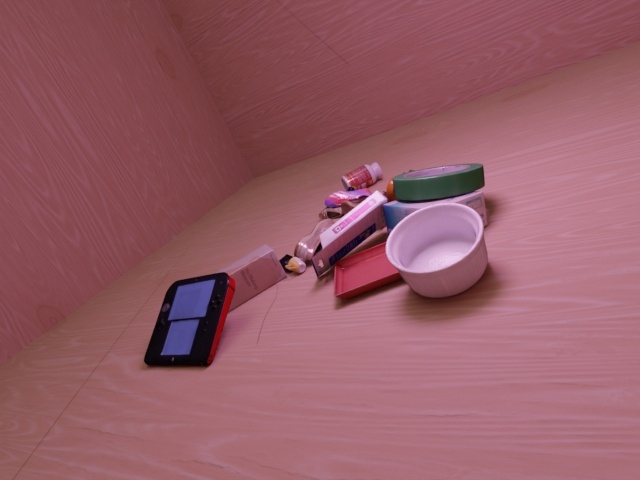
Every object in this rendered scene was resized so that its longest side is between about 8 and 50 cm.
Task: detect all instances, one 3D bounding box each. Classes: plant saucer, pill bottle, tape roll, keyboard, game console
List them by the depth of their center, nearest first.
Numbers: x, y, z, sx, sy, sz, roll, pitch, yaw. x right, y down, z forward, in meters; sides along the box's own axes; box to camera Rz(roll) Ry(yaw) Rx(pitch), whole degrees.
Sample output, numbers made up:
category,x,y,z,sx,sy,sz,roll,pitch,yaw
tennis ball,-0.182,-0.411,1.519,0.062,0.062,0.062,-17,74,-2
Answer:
category,x,y,z,sx,sy,sz,roll,pitch,yaw
plant saucer,0.174,0.101,1.506,0.258,0.048,0.259,-22,19,12
tape roll,0.426,-0.216,1.589,0.320,0.077,0.321,-10,12,2
game console,-0.491,0.293,1.630,0.386,0.060,0.342,-12,51,36
keyboard,-0.131,0.096,1.945,0.108,0.023,0.180,-39,23,-16
pill bottle,0.236,-0.355,2.478,0.216,0.121,0.121,-28,19,-5

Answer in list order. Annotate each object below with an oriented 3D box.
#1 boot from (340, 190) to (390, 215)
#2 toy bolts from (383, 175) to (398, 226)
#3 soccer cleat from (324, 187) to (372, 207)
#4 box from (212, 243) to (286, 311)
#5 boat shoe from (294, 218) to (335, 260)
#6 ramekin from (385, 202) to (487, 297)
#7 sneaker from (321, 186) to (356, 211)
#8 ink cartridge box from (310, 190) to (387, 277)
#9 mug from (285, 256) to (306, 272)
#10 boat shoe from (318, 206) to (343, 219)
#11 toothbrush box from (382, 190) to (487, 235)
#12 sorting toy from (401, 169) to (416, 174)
category,x,y,z,sx,sy,sz,roll,pitch,yaw
boot,0.235,-0.180,2.137,0.206,0.090,0.248,-22,15,-26
toy bolts,0.305,-0.188,1.848,0.228,0.219,0.158,-31,32,-34
soccer cleat,0.144,-0.209,2.239,0.247,0.083,0.095,-10,35,-1
box,-0.316,0.159,1.833,0.311,0.148,0.121,-32,21,-12
boat shoe,0.000,0.000,1.929,0.098,0.109,0.302,25,35,19
ramekin,0.340,0.032,1.256,0.276,0.135,0.277,-22,35,17
sneaker,0.094,-0.216,2.339,0.234,0.097,0.084,-30,19,-9
ink cartridge box,0.103,-0.021,1.666,0.370,0.176,0.069,-40,64,-11
mug,-0.098,0.111,1.814,0.078,0.062,0.064,-39,31,-17
boat shoe,0.052,-0.135,2.254,0.152,0.056,0.048,-5,23,30
toothbrush box,0.395,-0.090,1.540,0.216,0.126,0.295,-20,16,-23
sorting toy,0.444,-0.241,2.007,0.126,0.127,0.365,-58,20,-1
